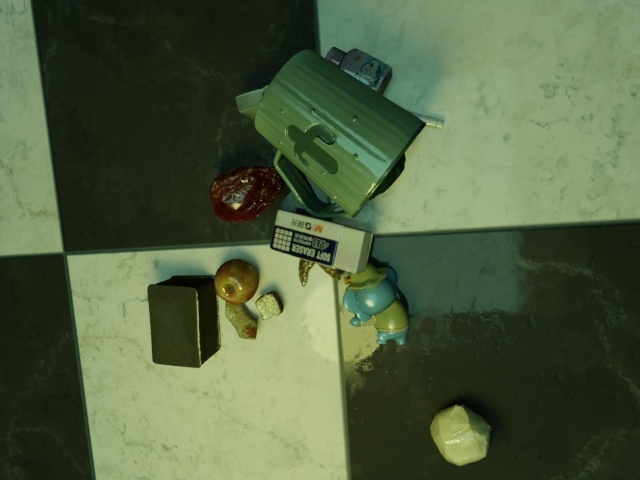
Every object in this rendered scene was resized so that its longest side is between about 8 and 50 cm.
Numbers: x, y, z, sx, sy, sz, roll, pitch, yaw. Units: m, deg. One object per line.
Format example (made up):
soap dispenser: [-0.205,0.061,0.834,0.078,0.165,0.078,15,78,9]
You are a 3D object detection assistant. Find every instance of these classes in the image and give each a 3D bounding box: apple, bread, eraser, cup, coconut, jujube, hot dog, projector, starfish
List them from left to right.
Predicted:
apple: [-0.270,0.134,1.359,0.146,0.131,0.147,2,102,8]
hot dog: [-0.258,0.269,1.405,0.078,0.061,0.169,-32,66,-18]
jujube: [-0.227,-0.151,1.317,0.236,0.168,0.168,-23,91,-2]
projector: [-0.169,-0.425,1.287,0.147,0.115,0.061,-12,95,12]
bread: [-0.161,0.210,1.375,0.076,0.070,0.084,-27,92,13]
starfish: [-0.018,0.038,1.333,0.276,0.062,0.236,6,98,19]
eraser: [0.000,0.000,1.244,0.286,0.086,0.131,14,97,24]
cup: [0.027,-0.254,1.159,0.392,0.310,0.401,38,104,2]
coconut: [0.422,0.573,1.257,0.162,0.161,0.161,-34,89,11]

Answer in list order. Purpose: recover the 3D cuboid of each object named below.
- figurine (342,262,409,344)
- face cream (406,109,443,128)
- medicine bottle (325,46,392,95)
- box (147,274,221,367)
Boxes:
figurine: [0.163,0.196,1.269,0.179,0.154,0.263,-14,85,5]
face cream: [0.305,-0.355,1.249,0.114,0.020,0.038,18,100,12]
medicine bottle: [0.103,-0.485,1.236,0.187,0.094,0.119,30,99,6]
box: [-0.447,0.262,1.403,0.183,0.143,0.274,0,97,11]
